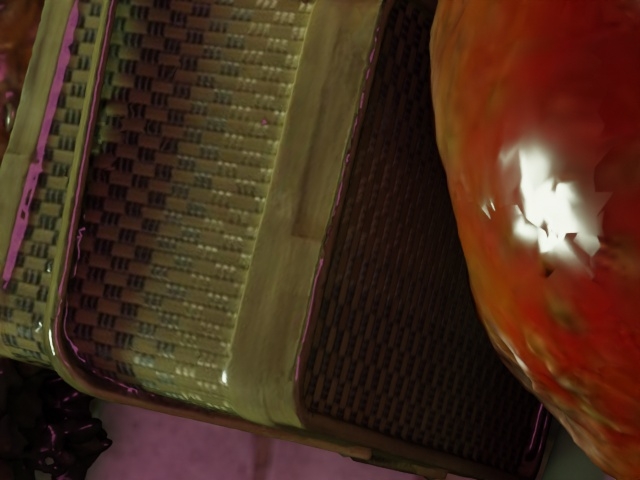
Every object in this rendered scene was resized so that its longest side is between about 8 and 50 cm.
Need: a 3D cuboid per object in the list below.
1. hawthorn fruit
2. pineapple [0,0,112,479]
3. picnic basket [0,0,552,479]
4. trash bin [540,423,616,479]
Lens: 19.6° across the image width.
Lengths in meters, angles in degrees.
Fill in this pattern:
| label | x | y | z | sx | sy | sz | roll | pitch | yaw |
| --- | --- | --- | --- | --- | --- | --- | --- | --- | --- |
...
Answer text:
| label | x | y | z | sx | sy | sz | roll | pitch | yaw |
| --- | --- | --- | --- | --- | --- | --- | --- | --- | --- |
| hawthorn fruit | 0.153 | -0.033 | 0.574 | 0.258 | 0.262 | 0.258 | 2 | 86 | -24 |
| pineapple | -0.148 | 0.045 | 0.822 | 0.169 | 0.169 | 0.341 | 3 | 96 | 9 |
| picnic basket | 0.000 | 0.000 | 0.733 | 0.139 | 0.266 | 0.165 | 10 | 82 | 28 |
| trash bin | 0.236 | 0.013 | 0.756 | 0.223 | 0.158 | 0.344 | 20 | 90 | 14 |
